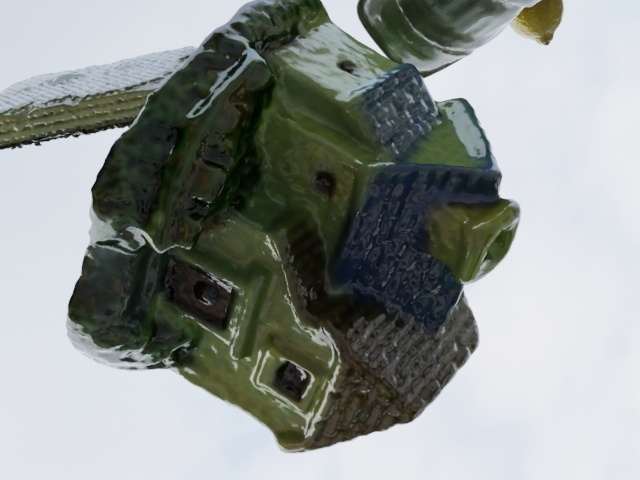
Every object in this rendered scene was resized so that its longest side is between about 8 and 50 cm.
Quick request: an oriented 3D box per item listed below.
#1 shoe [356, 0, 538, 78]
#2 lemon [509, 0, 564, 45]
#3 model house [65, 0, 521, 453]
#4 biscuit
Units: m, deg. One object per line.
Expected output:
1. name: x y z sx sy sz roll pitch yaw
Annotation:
1. shoe: 0.098 -0.204 1.008 0.109 0.149 0.293 47 -147 -13
2. lemon: 0.221 -0.241 1.671 0.062 0.062 0.083 -22 -89 -26
3. model house: 0.000 0.000 0.879 0.195 0.189 0.214 -39 -25 -55
4. biscuit: -0.199 -0.123 1.385 0.121 0.199 0.040 -55 -48 -62
